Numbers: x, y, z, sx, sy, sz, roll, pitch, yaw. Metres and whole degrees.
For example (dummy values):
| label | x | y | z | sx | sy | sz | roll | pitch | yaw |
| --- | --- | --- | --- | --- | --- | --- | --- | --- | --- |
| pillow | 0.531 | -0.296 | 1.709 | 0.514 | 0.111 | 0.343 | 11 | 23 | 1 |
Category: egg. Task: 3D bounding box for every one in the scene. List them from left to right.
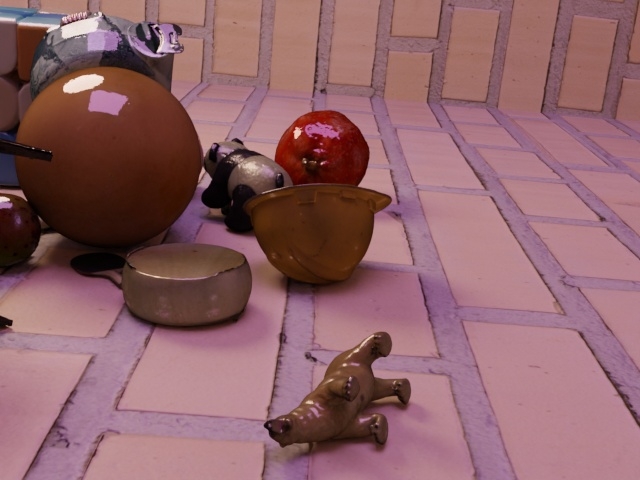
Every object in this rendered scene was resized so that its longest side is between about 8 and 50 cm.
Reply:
| label | x | y | z | sx | sy | sz | roll | pitch | yaw |
| --- | --- | --- | --- | --- | --- | --- | --- | --- | --- |
| egg | -0.351 | -0.137 | 1.514 | 0.301 | 0.301 | 0.374 | 6 | -2 | 1 |

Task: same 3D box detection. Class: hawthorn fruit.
| label | x | y | z | sx | sy | sz | roll | pitch | yaw |
| --- | --- | --- | --- | --- | --- | --- | --- | --- | --- |
| hawthorn fruit | -0.004 | -0.171 | 1.892 | 0.205 | 0.205 | 0.253 | 10 | 19 | 14 |

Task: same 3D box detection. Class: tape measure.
| label | x | y | z | sx | sy | sz | roll | pitch | yaw |
| --- | --- | --- | --- | --- | --- | --- | --- | --- | --- |
| tape measure | -0.403 | -0.300 | 1.686 | 0.275 | 0.256 | 0.147 | -5 | 55 | -17 |

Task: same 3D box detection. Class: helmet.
| label | x | y | z | sx | sy | sz | roll | pitch | yaw |
| --- | --- | --- | --- | --- | --- | --- | --- | --- | --- |
| helmet | 0.000 | 0.000 | 1.454 | 0.257 | 0.140 | 0.205 | 7 | -19 | -36 |

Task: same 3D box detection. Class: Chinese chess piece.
| label | x | y | z | sx | sy | sz | roll | pitch | yaw |
| --- | --- | --- | --- | --- | --- | --- | --- | --- | --- |
| Chinese chess piece | -0.193 | 0.061 | 1.304 | 0.188 | 0.083 | 0.188 | 2 | 17 | 0 |

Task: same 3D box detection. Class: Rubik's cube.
| label | x | y | z | sx | sy | sz | roll | pitch | yaw |
| --- | --- | --- | --- | --- | --- | --- | --- | --- | --- |
| Rubik's cube | -0.674 | -0.318 | 1.918 | 0.344 | 0.347 | 0.346 | 1 | 17 | -9 |

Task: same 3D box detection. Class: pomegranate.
| label | x | y | z | sx | sy | sz | roll | pitch | yaw |
| --- | --- | --- | --- | --- | --- | --- | --- | --- | --- |
| pomegranate | -0.497 | -0.019 | 1.400 | 0.130 | 0.130 | 0.130 | 5 | 18 | -1 |

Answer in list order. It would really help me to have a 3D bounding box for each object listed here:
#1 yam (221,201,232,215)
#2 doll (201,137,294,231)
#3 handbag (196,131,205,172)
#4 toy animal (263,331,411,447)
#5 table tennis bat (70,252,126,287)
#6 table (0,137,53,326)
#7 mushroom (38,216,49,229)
| label | x | y | z | sx | sy | sz | roll | pitch | yaw |
| --- | --- | --- | --- | --- | --- | --- | --- | --- | --- |
| yam | -0.189 | -0.080 | 1.830 | 0.033 | 0.027 | 0.129 | 1 | 19 | -9 |
| doll | -0.140 | -0.110 | 1.730 | 0.143 | 0.135 | 0.234 | -8 | 32 | -37 |
| handbag | -0.343 | -0.185 | 1.878 | 0.205 | 0.179 | 0.116 | -4 | 26 | -1 |
| toy animal | 0.023 | 0.177 | 1.008 | 0.101 | 0.103 | 0.218 | -9 | 14 | 22 |
| table tennis bat | -0.339 | 0.045 | 1.418 | 0.087 | 0.013 | 0.156 | -6 | 20 | -33 |
| table | -0.542 | -0.038 | 1.171 | 0.282 | 0.251 | 0.196 | 17 | 3 | 28 |
| mushroom | -0.528 | -0.034 | 1.564 | 0.059 | 0.054 | 0.202 | 27 | 22 | 37 |
